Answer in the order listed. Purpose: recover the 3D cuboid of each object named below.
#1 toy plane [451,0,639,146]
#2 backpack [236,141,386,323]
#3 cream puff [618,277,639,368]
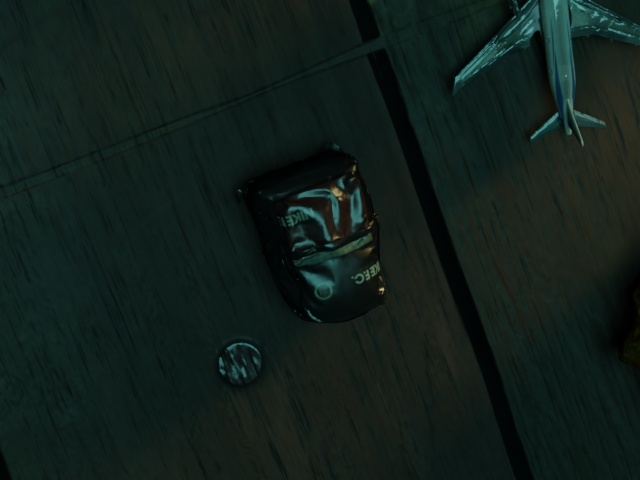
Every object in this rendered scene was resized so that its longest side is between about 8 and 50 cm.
[{"bbox_3d":[0.234,-0.206,1.394,0.226,0.058,0.226,-12,98,-5],"label":"toy plane"},{"bbox_3d":[0.004,0.000,1.357,0.120,0.106,0.165,-25,100,-11],"label":"backpack"},{"bbox_3d":[0.438,0.057,1.438,0.241,0.155,0.268,7,105,-7],"label":"cream puff"}]
